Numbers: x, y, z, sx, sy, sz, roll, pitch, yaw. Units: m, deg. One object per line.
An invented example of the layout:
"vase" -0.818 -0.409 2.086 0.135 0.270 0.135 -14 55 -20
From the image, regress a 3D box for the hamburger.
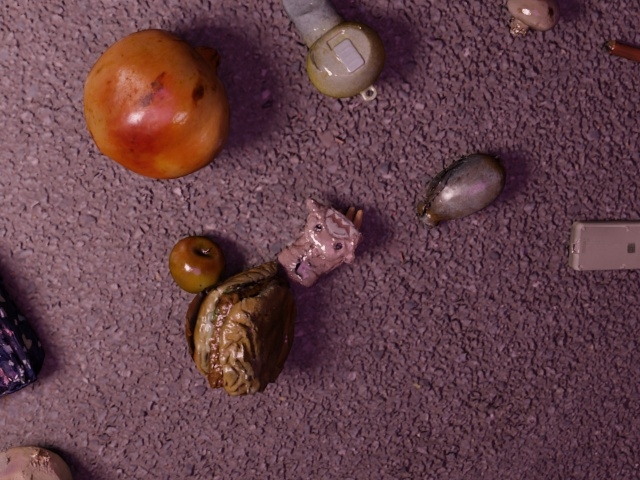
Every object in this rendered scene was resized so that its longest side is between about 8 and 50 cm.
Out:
"hamburger" -0.117 0.129 1.401 0.130 0.206 0.183 12 106 20

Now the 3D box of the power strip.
"power strip" 0.502 0.008 1.553 0.192 0.035 0.081 -1 103 -10

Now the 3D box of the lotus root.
"lotus root" 0.219 -0.079 1.461 0.165 0.088 0.088 -33 107 9

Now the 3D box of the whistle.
"whistle" 0.014 -0.295 1.371 0.123 0.123 0.223 -35 85 0

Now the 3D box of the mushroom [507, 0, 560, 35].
"mushroom" 0.318 -0.343 1.422 0.085 0.085 0.079 19 128 -14

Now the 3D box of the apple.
"apple" -0.187 0.036 1.409 0.089 0.089 0.074 39 125 -16

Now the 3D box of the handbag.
"handbag" -0.525 0.132 1.362 0.162 0.113 0.260 -20 114 2

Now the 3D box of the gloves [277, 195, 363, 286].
"gloves" 0.004 0.008 1.439 0.110 0.094 0.144 26 106 -3

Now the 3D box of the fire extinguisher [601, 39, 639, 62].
"fire extinguisher" 0.481 -0.299 1.478 0.083 0.028 0.022 13 133 -13

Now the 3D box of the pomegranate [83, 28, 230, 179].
"pomegranate" -0.225 -0.184 1.298 0.209 0.209 0.209 -2 104 -9

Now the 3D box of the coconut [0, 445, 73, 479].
"coconut" -0.448 0.402 1.402 0.171 0.183 0.171 -4 106 -13
